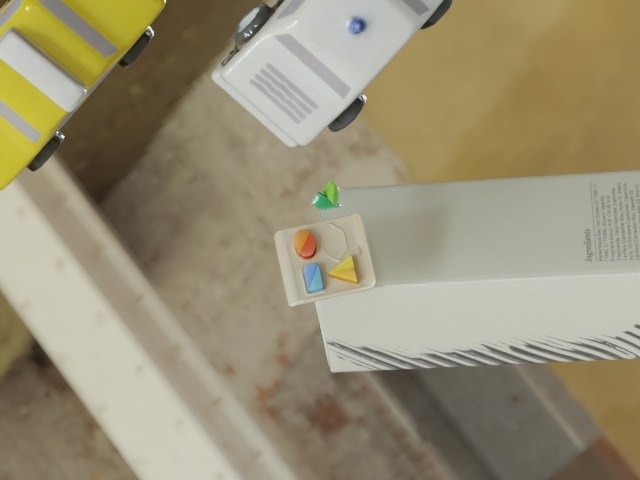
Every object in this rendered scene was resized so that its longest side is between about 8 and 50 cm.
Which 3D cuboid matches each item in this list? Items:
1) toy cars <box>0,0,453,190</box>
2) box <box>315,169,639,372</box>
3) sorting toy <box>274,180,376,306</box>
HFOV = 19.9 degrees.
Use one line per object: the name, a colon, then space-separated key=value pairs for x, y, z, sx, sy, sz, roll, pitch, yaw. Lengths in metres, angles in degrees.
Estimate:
toy cars: x=-0.082 y=-0.131 z=1.206 sx=0.393 sy=0.176 sz=0.087 roll=-9 pitch=17 yaw=-7
box: x=0.138 y=0.022 z=1.321 sx=0.275 sy=0.113 sz=0.094 roll=-3 pitch=-45 yaw=9
sorting toy: x=0.000 y=0.000 z=1.224 sx=0.062 sy=0.083 sz=0.012 roll=-14 pitch=-26 yaw=3
